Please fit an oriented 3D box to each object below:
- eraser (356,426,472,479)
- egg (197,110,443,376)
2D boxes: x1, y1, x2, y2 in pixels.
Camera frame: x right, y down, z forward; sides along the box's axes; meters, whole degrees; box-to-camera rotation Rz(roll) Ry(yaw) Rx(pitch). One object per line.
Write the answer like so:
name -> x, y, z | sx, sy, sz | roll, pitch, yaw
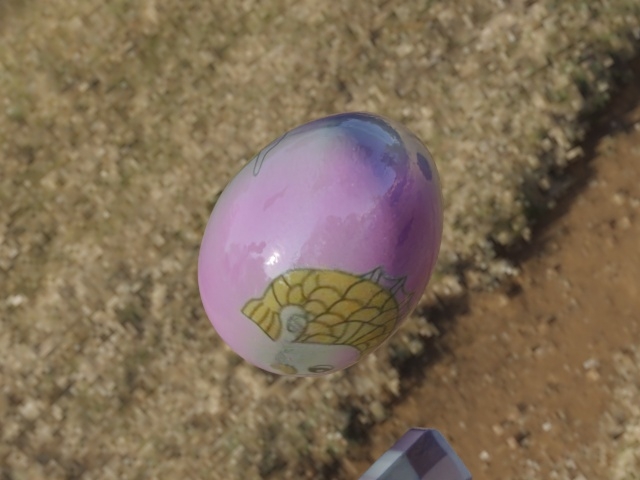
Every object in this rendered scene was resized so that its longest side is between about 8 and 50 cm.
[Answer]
eraser -> 0.061, 0.192, 1.111 | 0.105, 0.065, 0.026 | -43, 15, -24
egg -> 0.000, 0.000, 1.258 | 0.196, 0.271, 0.196 | 8, 45, -8
